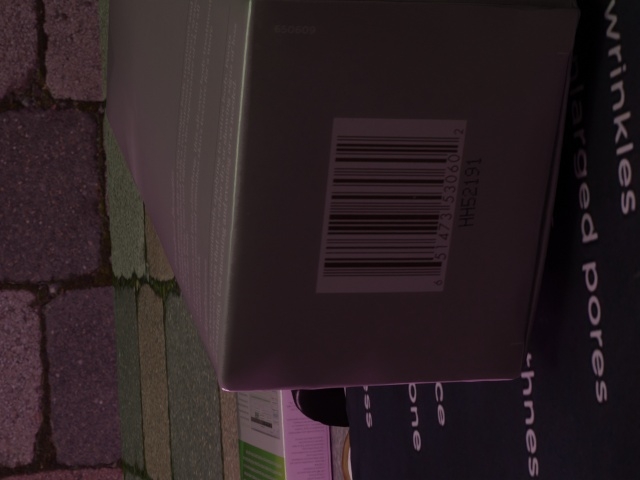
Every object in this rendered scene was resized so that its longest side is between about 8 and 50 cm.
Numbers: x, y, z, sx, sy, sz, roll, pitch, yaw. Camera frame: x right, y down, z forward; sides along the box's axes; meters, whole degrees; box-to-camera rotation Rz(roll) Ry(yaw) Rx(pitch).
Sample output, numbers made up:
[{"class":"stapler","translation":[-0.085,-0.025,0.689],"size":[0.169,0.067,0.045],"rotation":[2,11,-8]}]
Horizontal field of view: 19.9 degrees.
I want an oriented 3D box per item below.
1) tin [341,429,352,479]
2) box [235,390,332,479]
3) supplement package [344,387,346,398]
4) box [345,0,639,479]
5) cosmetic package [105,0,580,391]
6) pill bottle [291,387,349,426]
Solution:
[{"class":"tin","translation":[0.086,0.153,1.394],"size":[0.190,0.040,0.106],"rotation":[-45,60,36]},{"class":"box","translation":[-0.046,0.138,2.006],"size":[0.232,0.059,0.321],"rotation":[178,90,-75]},{"class":"supplement package","translation":[0.127,0.106,1.139],"size":[0.262,0.145,0.204],"rotation":[128,136,-64]},{"class":"box","translation":[0.207,0.116,0.574],"size":[0.472,0.298,0.479],"rotation":[155,112,-76]},{"class":"cosmetic package","translation":[-0.008,-0.059,0.611],"size":[0.238,0.107,0.127],"rotation":[-115,27,-61]},{"class":"pill bottle","translation":[0.015,0.045,1.622],"size":[0.122,0.123,0.219],"rotation":[104,158,-48]}]
